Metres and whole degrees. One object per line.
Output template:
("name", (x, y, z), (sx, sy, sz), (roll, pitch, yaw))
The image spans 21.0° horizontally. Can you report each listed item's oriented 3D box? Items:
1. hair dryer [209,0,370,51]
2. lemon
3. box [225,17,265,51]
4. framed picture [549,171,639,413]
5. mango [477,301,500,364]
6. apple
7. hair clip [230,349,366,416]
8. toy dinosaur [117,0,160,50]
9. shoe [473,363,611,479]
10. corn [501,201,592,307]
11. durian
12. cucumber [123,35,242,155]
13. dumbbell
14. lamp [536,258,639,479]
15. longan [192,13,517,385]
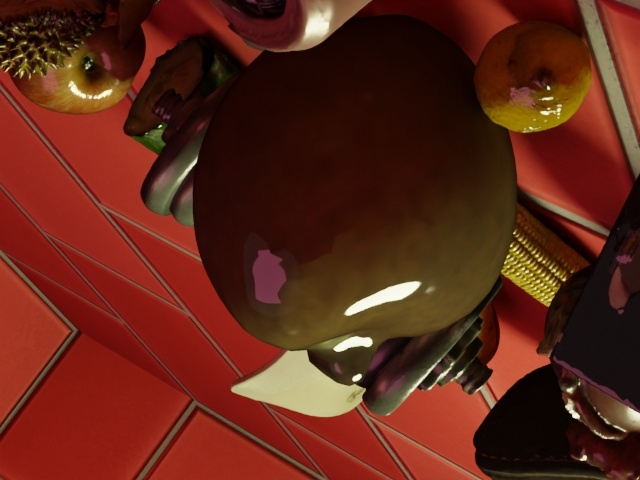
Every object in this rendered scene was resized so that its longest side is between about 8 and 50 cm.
("hair dryer", (0.016, -0.279, 0.884), (0.125, 0.210, 0.352), (35, 152, 26))
("lemon", (0.154, -0.119, 1.264), (0.082, 0.082, 0.111), (37, 166, -5))
("box", (-0.073, -0.208, 1.635), (0.046, 0.012, 0.083), (24, 163, 42))
("framed picture", (0.345, 0.070, 1.216), (0.324, 0.244, 0.013), (32, -151, 18))
("mango", (0.090, 0.063, 1.861), (0.191, 0.160, 0.290), (16, 166, 38))
("apple", (-0.258, -0.202, 1.818), (0.146, 0.146, 0.131), (46, 174, -33))
("hair clip", (0.043, 0.128, 2.057), (0.113, 0.172, 0.282), (48, -151, 14))
("toy dinosaur", (-0.072, -0.219, 1.404), (0.327, 0.113, 0.206), (23, 161, 36))
("shoe", (0.343, 0.250, 1.813), (0.237, 0.171, 0.384), (46, 155, -22))
("corn", (0.202, 0.016, 1.618), (0.165, 0.063, 0.085), (37, 158, -10))
("durian", (-0.258, -0.246, 1.668), (0.237, 0.193, 0.138), (33, -171, 30))
("cucumber", (-0.080, -0.095, 1.799), (0.244, 0.134, 0.134), (41, 165, -30))
("dumbbell", (0.000, 0.000, 1.618), (0.406, 0.179, 0.179), (41, 166, 5))
("lamp", (0.280, 0.092, 1.514), (0.151, 0.215, 0.223), (43, 149, 34))
("longan", (0.027, -0.034, 1.364), (0.243, 0.300, 0.300), (25, 162, 44))
